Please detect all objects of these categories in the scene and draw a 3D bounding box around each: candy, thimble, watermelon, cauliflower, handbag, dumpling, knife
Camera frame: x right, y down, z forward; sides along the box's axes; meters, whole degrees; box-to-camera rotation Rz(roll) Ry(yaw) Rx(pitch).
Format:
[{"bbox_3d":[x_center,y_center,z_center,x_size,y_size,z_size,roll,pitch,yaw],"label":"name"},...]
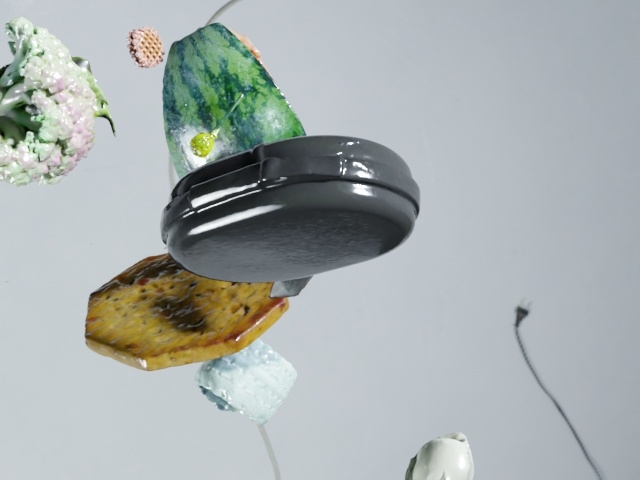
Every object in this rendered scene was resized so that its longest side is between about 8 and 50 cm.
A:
[{"bbox_3d":[-0.157,-0.179,1.118,0.035,0.035,0.123,40,81,-20],"label":"candy"},{"bbox_3d":[-0.175,0.324,1.699,0.205,0.250,0.172,30,72,13],"label":"thimble"},{"bbox_3d":[-0.206,-0.263,1.446,0.250,0.292,0.283,-25,99,-10],"label":"watermelon"},{"bbox_3d":[-0.469,-0.194,1.089,0.315,0.256,0.239,3,88,-10],"label":"cauliflower"},{"bbox_3d":[-0.038,-0.032,0.846,0.254,0.308,0.093,28,53,-55],"label":"handbag"},{"bbox_3d":[0.252,0.493,1.580,0.092,0.150,0.176,41,53,-51],"label":"dumpling"},{"bbox_3d":[0.000,0.000,1.075,0.060,0.028,0.230,40,75,-1],"label":"knife"}]

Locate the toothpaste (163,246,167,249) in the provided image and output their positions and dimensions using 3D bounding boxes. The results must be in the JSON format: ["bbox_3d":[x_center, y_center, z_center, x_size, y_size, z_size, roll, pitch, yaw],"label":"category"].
[{"bbox_3d":[-0.114,-0.030,1.154,0.266,0.096,0.061,-20,95,-35],"label":"toothpaste"}]

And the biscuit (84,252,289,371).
[{"bbox_3d":[-0.225,0.104,1.236,0.359,0.359,0.046,-18,121,-17],"label":"biscuit"}]

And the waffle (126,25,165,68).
[{"bbox_3d":[-0.324,-0.360,1.360,0.083,0.029,0.075,-35,119,-54],"label":"waffle"}]
